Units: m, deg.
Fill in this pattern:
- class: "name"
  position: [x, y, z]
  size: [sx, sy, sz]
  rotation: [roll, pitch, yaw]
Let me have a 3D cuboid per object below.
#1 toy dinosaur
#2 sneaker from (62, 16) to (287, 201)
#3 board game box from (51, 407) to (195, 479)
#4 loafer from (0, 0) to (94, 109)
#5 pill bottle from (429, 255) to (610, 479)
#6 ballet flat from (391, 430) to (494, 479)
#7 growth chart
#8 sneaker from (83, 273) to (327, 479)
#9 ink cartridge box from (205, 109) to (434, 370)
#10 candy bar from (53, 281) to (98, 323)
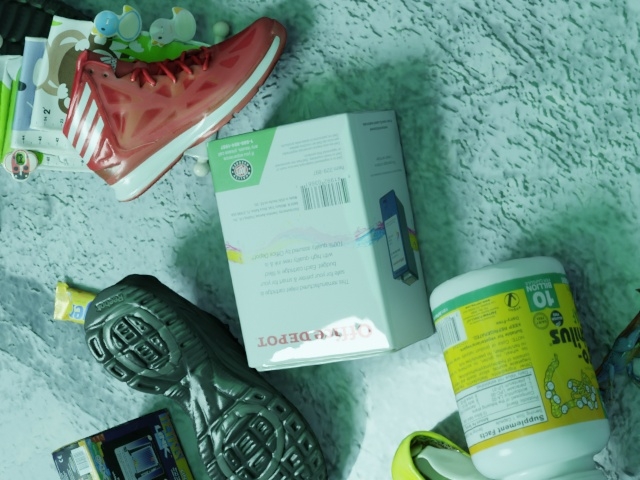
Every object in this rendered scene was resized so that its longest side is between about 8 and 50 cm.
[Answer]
- class: "toy dinosaur"
  position: [0.255, 0.100, 1.355]
  size: [0.082, 0.047, 0.090]
  rotation: [-30, 49, 38]
- class: "sneaker"
  position: [-0.143, -0.147, 1.454]
  size: [0.221, 0.087, 0.128]
  rotation: [-44, 109, 4]
- class: "board game box"
  position: [-0.172, 0.259, 1.545]
  size: [0.048, 0.141, 0.170]
  rotation: [-24, 85, 27]
- class: "loafer"
  position: [-0.362, -0.168, 1.619]
  size: [0.366, 0.130, 0.133]
  rotation: [6, 67, 20]
- class: "pill bottle"
  position: [0.171, 0.127, 1.328]
  size: [0.118, 0.117, 0.208]
  rotation: [-22, 74, 30]
- class: "ballet flat"
  position: [0.156, 0.239, 1.388]
  size: [0.231, 0.077, 0.077]
  rotation: [34, 146, 24]
- class: "growth chart"
  position: [-0.203, -0.133, 1.505]
  size: [0.237, 0.021, 0.172]
  rotation: [-2, 106, -9]
- class: "sneaker"
  position: [-0.093, 0.134, 1.508]
  size: [0.109, 0.130, 0.286]
  rotation: [-38, 100, 13]
- class: "ink cartridge box"
  position: [0.000, 0.000, 1.440]
  size: [0.154, 0.093, 0.212]
  rotation: [-10, 91, 30]
- class: "candy bar"
  position: [-0.199, 0.076, 1.605]
  size: [0.161, 0.018, 0.040]
  rotation: [12, 103, 28]
